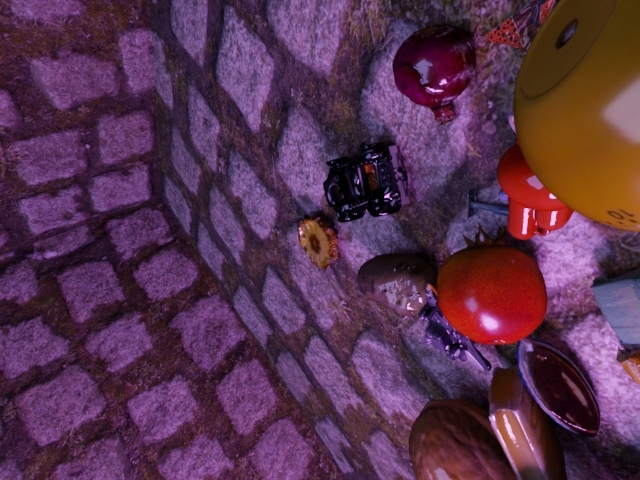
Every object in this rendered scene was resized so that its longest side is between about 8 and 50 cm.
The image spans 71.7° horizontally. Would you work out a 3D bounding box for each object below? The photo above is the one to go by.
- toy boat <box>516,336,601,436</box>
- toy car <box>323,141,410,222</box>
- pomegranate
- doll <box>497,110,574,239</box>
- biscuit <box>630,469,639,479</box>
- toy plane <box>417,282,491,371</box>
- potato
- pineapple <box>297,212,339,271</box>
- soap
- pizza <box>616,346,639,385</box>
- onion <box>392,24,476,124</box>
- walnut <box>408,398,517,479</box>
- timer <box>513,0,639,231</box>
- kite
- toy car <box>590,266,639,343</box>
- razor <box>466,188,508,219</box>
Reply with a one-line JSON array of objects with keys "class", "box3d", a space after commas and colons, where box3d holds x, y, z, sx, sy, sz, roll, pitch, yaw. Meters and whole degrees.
[{"class": "toy boat", "box3d": [0.519, 0.319, 0.978, 0.262, 0.114, 0.115, 55, -173, 13]}, {"class": "toy car", "box3d": [0.114, -0.155, 1.209, 0.301, 0.118, 0.193, -9, 97, 60]}, {"class": "pomegranate", "box3d": [0.360, 0.091, 0.943, 0.221, 0.221, 0.256, -11, 72, 59]}, {"class": "doll", "box3d": [0.394, -0.119, 0.790, 0.161, 0.130, 0.290, 25, 139, 43]}, {"class": "biscuit", "box3d": [0.697, 0.556, 0.785, 0.268, 0.115, 0.366, -27, 78, 41]}, {"class": "toy plane", "box3d": [0.299, 0.210, 1.087, 0.204, 0.103, 0.316, 28, 166, 46]}, {"class": "potato", "box3d": [0.212, 0.111, 1.218, 0.262, 0.165, 0.164, 22, 131, 52]}, {"class": "pineapple", "box3d": [0.000, 0.000, 1.548, 0.225, 0.076, 0.224, 36, 138, 41]}, {"class": "soap", "box3d": [0.483, 0.450, 1.037, 0.089, 0.173, 0.274, -20, 104, 35]}, {"class": "pizza", "box3d": [0.655, 0.238, 0.736, 0.292, 0.058, 0.197, 29, 135, 45]}, {"class": "onion", "box3d": [0.222, -0.320, 0.888, 0.173, 0.135, 0.198, 20, 131, 54]}, {"class": "walnut", "box3d": [0.386, 0.584, 1.190, 0.333, 0.333, 0.332, 37, 142, 37]}, {"class": "timer", "box3d": [0.446, -0.160, 0.513, 0.387, 0.375, 0.376, 19, 147, -7]}, {"class": "kite", "box3d": [0.377, -0.365, 0.737, 0.222, 0.008, 0.125, 41, 144, 33]}, {"class": "toy car", "box3d": [0.588, 0.085, 0.679, 0.141, 0.097, 0.321, 62, 150, 4]}, {"class": "razor", "box3d": [0.382, -0.067, 0.950, 0.135, 0.040, 0.068, 18, 129, 42]}]
